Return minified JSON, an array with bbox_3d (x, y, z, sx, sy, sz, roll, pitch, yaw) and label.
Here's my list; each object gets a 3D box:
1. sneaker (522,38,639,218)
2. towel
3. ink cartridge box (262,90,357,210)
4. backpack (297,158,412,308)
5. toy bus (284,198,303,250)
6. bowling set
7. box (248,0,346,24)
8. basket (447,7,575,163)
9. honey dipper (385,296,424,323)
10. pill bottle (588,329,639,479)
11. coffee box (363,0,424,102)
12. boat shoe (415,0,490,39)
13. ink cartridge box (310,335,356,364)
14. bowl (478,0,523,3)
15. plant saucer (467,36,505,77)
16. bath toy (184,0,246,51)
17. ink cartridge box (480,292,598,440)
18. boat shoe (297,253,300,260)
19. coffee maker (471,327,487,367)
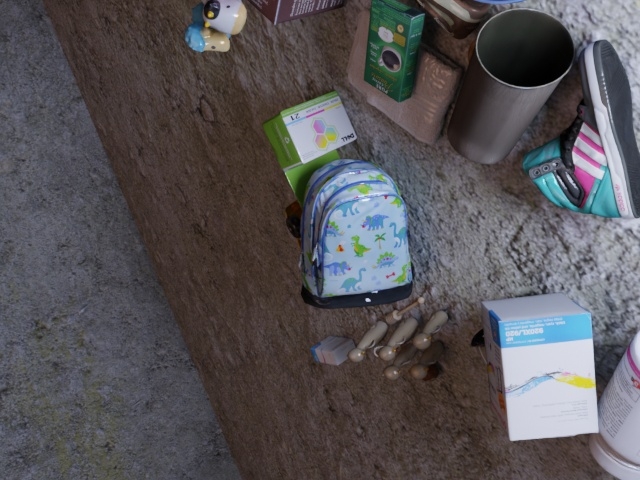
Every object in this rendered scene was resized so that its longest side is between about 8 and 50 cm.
[{"bbox_3d":[0.424,-0.172,1.057,0.178,0.124,0.295,-2,113,44],"label":"sneaker"},{"bbox_3d":[0.166,-0.352,1.338,0.282,0.049,0.187,44,144,25],"label":"towel"},{"bbox_3d":[0.001,-0.210,1.541,0.097,0.189,0.255,-15,103,55],"label":"ink cartridge box"},{"bbox_3d":[0.085,-0.016,1.496,0.273,0.290,0.355,-121,27,-77],"label":"backpack"},{"bbox_3d":[0.000,0.000,1.759,0.220,0.149,0.211,55,163,14],"label":"toy bus"},{"bbox_3d":[0.231,0.308,1.617,0.287,0.154,0.200,-24,103,50],"label":"bowling set"},{"bbox_3d":[-0.054,-0.587,1.325,0.168,0.203,0.167,48,145,22],"label":"box"},{"bbox_3d":[0.315,-0.253,1.102,0.154,0.204,0.227,33,151,12],"label":"basket"},{"bbox_3d":[0.226,0.184,1.666,0.030,0.030,0.160,57,144,7],"label":"honey dipper"},{"bbox_3d":[0.591,0.298,1.126,0.160,0.160,0.283,37,139,33],"label":"pill bottle"},{"bbox_3d":[0.143,-0.380,1.256,0.113,0.040,0.184,40,145,32],"label":"coffee box"},{"bbox_3d":[0.194,-0.473,1.173,0.257,0.095,0.095,52,152,15],"label":"boat shoe"},{"bbox_3d":[0.042,0.345,1.979,0.122,0.088,0.052,-7,107,55],"label":"ink cartridge box"},{"bbox_3d":[0.297,-0.565,0.947,0.391,0.077,0.391,29,129,43],"label":"bowl"},{"bbox_3d":[0.312,-0.341,1.175,0.083,0.015,0.083,32,137,37],"label":"plant saucer"},{"bbox_3d":[-0.188,-0.530,1.245,0.151,0.129,0.348,54,146,12],"label":"bath toy"},{"bbox_3d":[0.416,0.238,1.216,0.171,0.168,0.233,-69,-28,-82],"label":"ink cartridge box"},{"bbox_3d":[-0.002,0.109,1.888,0.183,0.065,0.083,32,136,36],"label":"boat shoe"},{"bbox_3d":[0.433,0.271,1.361,0.171,0.120,0.178,-18,99,55],"label":"coffee maker"}]
